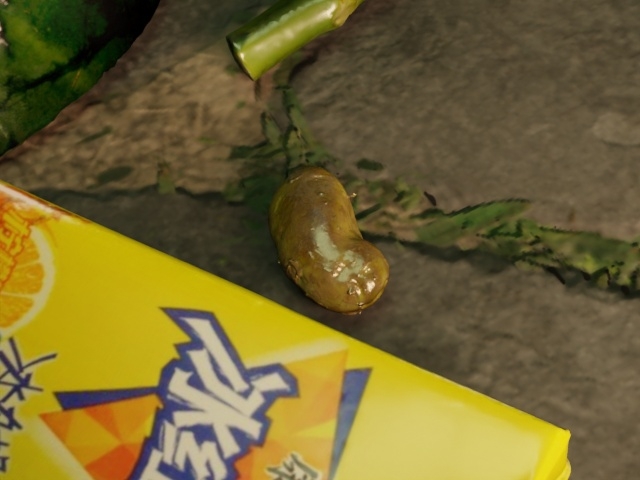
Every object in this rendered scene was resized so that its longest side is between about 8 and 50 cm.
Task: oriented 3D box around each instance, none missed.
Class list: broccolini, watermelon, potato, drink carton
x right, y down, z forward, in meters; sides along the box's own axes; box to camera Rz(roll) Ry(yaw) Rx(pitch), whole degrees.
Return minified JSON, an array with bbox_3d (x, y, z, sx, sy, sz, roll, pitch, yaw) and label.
[{"bbox_3d":[0.086,-0.230,0.703,0.392,0.074,0.079,-37,98,-15],"label":"broccolini"},{"bbox_3d":[-0.170,-0.184,0.694,0.129,0.123,0.301,-17,48,25],"label":"watermelon"},{"bbox_3d":[0.000,0.000,0.559,0.046,0.045,0.092,0,48,-36],"label":"potato"},{"bbox_3d":[-0.088,0.087,0.471,0.351,0.111,0.154,22,62,23],"label":"drink carton"}]
